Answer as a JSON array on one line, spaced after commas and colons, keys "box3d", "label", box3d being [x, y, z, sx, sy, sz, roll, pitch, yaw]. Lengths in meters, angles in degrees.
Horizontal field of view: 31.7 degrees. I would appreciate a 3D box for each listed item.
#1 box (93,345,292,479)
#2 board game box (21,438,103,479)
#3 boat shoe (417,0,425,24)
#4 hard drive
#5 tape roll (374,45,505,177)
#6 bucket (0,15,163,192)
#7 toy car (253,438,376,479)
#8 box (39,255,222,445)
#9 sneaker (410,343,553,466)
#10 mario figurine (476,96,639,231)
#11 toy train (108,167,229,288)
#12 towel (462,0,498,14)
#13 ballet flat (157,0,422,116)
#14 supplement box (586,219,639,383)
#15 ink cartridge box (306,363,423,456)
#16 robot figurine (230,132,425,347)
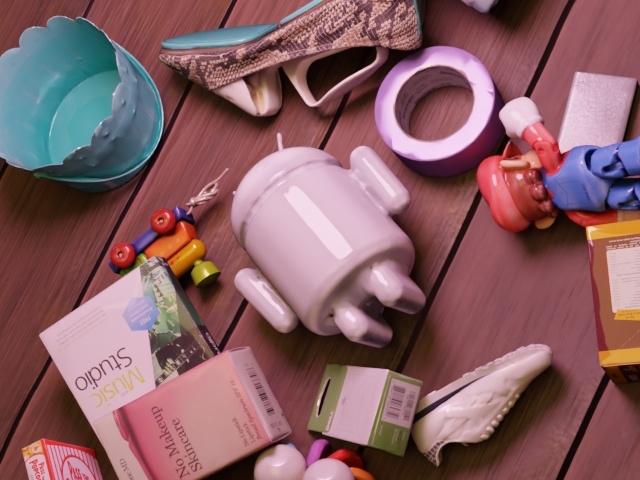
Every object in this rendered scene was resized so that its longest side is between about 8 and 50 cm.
[{"box3d": [-0.184, 0.271, 1.637, 0.232, 0.127, 0.148, -29, 82, 9], "label": "box"}, {"box3d": [-0.380, 0.410, 1.734, 0.045, 0.147, 0.193, -28, 66, 13], "label": "board game box"}, {"box3d": [0.121, -0.489, 1.833, 0.091, 0.114, 0.302, -1, 72, 16], "label": "boat shoe"}, {"box3d": [0.409, -0.180, 1.668, 0.094, 0.022, 0.135, 11, 78, 25], "label": "hard drive"}, {"box3d": [0.184, -0.197, 1.734, 0.189, 0.080, 0.189, -7, 72, 21], "label": "tape roll"}, {"box3d": [-0.414, -0.221, 1.929, 0.281, 0.183, 0.281, -7, 72, 21], "label": "bucket"}, {"box3d": [-0.003, 0.349, 1.616, 0.182, 0.159, 0.136, 11, 44, 25], "label": "toy car"}, {"box3d": [-0.262, 0.219, 1.749, 0.232, 0.058, 0.322, -34, 82, 9], "label": "box"}, {"box3d": [0.233, 0.226, 1.587, 0.235, 0.090, 0.095, -33, 76, 14], "label": "sneaker"}, {"box3d": [0.365, -0.108, 1.582, 0.320, 0.170, 0.198, -3, 91, 44], "label": "mario figurine"}, {"box3d": [-0.208, 0.012, 1.822, 0.248, 0.105, 0.143, -39, 74, 7], "label": "toy train"}, {"box3d": [0.227, -0.573, 1.754, 0.320, 0.090, 0.374, 34, 74, 7], "label": "towel"}, {"box3d": [-0.052, -0.295, 1.812, 0.483, 0.164, 0.182, -12, 105, 31], "label": "ballet flat"}, {"box3d": [0.468, 0.078, 1.502, 0.191, 0.129, 0.194, -8, 71, 19], "label": "supplement box"}, {"box3d": [0.061, 0.241, 1.629, 0.209, 0.062, 0.109, -8, 63, 66], "label": "ink cartridge box"}, {"box3d": [0.000, 0.000, 1.678, 0.300, 0.200, 0.353, -44, 63, 8], "label": "robot figurine"}]
